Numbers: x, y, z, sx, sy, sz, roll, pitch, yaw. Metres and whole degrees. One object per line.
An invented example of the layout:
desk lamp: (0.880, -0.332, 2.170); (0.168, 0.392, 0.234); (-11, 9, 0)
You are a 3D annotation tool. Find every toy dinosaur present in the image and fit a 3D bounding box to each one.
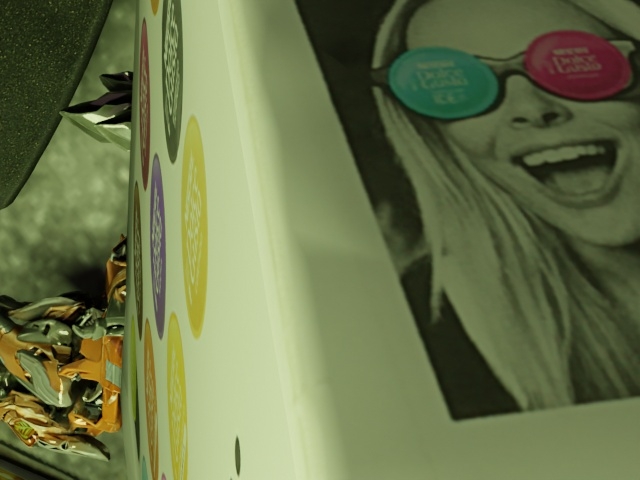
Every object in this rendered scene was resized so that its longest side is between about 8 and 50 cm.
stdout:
toy dinosaur: (0.000, 0.000, 0.802); (0.322, 0.164, 0.218); (-19, 114, -2)

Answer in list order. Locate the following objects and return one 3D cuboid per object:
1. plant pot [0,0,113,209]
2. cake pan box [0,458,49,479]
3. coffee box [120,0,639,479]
plant pot: (-0.199, -0.097, 0.767); (0.187, 0.188, 0.167); (48, 143, 35)
cake pan box: (-0.116, 0.259, 0.921); (0.246, 0.070, 0.266); (24, 110, 10)
coffee box: (0.125, 0.049, 0.541); (0.338, 0.334, 0.337); (-2, 136, -10)
